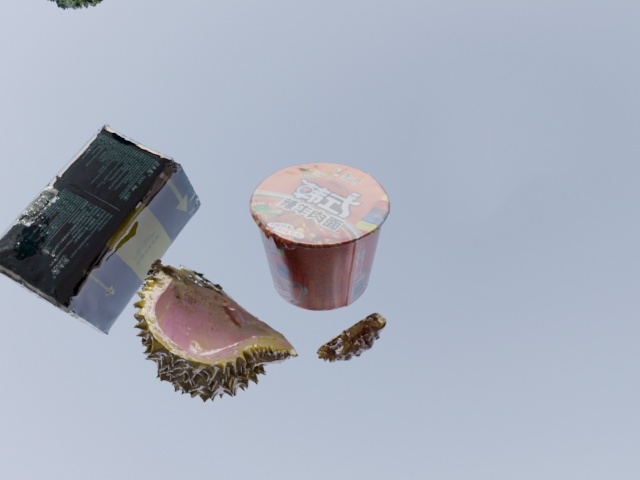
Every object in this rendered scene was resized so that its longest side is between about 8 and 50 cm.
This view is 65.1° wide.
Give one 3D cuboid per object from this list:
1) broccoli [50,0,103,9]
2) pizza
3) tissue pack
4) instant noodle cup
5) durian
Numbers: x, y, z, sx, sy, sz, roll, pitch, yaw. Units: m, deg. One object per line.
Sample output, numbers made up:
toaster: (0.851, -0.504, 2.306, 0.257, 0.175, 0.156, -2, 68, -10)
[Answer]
broccoli: (-0.550, -0.616, 1.115, 0.194, 0.219, 0.194, -4, -102, 21)
pizza: (0.075, 0.250, 1.211, 0.069, 0.194, 0.154, 57, -34, 16)
tissue pack: (-0.516, -0.031, 1.190, 0.264, 0.253, 0.417, 24, -111, 15)
instant noodle cup: (0.000, 0.000, 0.943, 0.250, 0.250, 0.192, 11, -48, 13)
durian: (-0.220, 0.205, 0.905, 0.305, 0.185, 0.195, 31, -58, -19)
